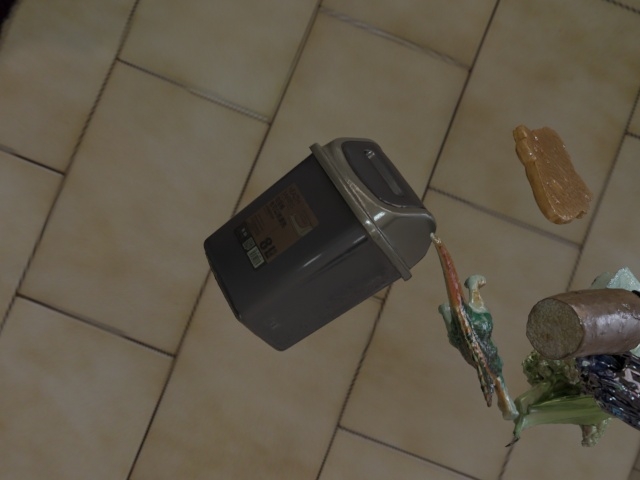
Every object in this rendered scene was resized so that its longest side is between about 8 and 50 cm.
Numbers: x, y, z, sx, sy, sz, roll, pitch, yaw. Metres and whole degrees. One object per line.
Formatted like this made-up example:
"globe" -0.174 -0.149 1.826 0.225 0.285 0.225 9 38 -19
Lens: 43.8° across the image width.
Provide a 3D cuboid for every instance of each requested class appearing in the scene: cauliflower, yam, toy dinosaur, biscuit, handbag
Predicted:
"cauliflower" 0.498 0.322 1.666 0.315 0.256 0.239 -25 66 -11
"yam" 0.305 0.095 0.903 0.127 0.084 0.084 -3 84 -37
"toy dinosaur" 0.121 0.080 0.629 0.044 0.187 0.106 -14 59 8
"biscuit" 0.325 -0.091 1.116 0.162 0.250 0.035 41 122 -9
"handbag" 0.502 0.239 1.189 0.260 0.162 0.113 28 83 18

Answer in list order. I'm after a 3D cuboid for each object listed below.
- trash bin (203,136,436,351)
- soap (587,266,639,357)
"trash bin" 0.000 0.000 1.111 0.290 0.182 0.209 -36 52 5
"soap" 0.571 0.188 1.455 0.150 0.094 0.261 -41 95 -28
